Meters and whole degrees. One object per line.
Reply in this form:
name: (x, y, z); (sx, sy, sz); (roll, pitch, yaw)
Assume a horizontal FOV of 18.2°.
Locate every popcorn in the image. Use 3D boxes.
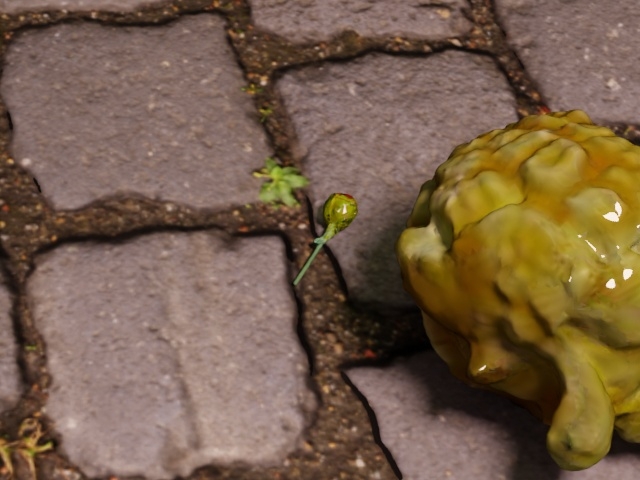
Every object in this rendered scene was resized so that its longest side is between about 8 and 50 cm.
popcorn: (0.231, 0.034, 1.830); (0.335, 0.279, 0.274); (24, 27, 29)

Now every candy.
candy: (0.000, 0.000, 1.988); (0.035, 0.035, 0.123); (30, 59, 3)

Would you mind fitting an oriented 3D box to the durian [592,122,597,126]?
durian: (0.257, -0.097, 2.101); (0.130, 0.052, 0.066); (-22, 57, -28)
